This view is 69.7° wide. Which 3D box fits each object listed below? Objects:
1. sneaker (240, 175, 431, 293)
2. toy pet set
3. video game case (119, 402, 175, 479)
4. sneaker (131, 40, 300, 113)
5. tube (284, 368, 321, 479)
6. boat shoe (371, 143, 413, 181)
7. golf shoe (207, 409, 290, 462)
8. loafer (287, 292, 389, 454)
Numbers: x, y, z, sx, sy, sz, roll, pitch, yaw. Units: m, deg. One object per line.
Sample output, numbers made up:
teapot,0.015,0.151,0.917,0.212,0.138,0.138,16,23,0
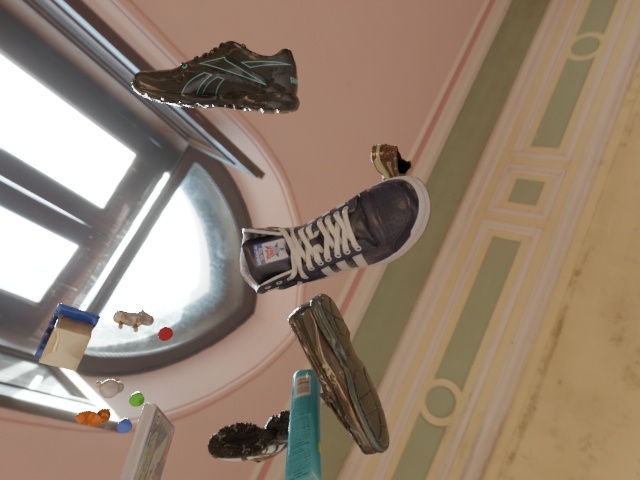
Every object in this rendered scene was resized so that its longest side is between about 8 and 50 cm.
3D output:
sneaker,0.000,0.000,0.599,0.282,0.153,0.099,-30,-110,48
toy pet set,-0.235,0.122,0.489,0.122,0.114,0.065,-65,-155,-1
video game case,-0.287,0.386,0.743,0.023,0.183,0.201,9,-123,-1
sneaker,-0.166,-0.266,0.751,0.101,0.267,0.106,-119,-149,-73
tube,-0.027,0.316,0.774,0.080,0.052,0.207,-41,-154,28
boat shoe,0.248,-0.220,1.468,0.095,0.257,0.095,-4,-110,27
golf shoe,-0.129,0.400,0.891,0.077,0.198,0.094,47,-57,43
loafer,0.027,0.224,0.765,0.084,0.096,0.267,-30,-110,20
